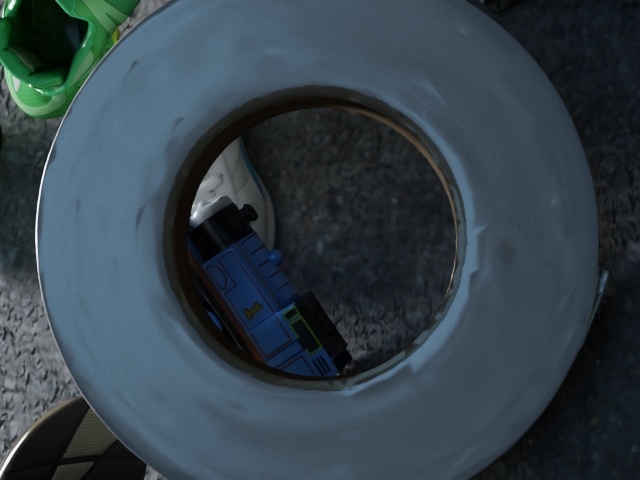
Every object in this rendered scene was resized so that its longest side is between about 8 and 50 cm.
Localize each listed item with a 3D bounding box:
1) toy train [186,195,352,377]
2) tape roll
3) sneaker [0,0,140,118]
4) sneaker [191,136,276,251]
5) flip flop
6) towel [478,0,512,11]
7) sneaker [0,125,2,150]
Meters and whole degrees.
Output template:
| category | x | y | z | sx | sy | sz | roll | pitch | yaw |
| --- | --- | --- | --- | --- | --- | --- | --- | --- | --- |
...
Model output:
| category | x | y | z | sx | sy | sz | roll | pitch | yaw |
| --- | --- | --- | --- | --- | --- | --- | --- | --- | --- |
| toy train | -0.061 | 0.051 | 1.192 | 0.105 | 0.080 | 0.184 | -35 | 88 | 10 |
| tape roll | 0.000 | 0.000 | 1.115 | 0.392 | 0.072 | 0.392 | 0 | 87 | 4 |
| sneaker | -0.215 | -0.170 | 1.265 | 0.109 | 0.295 | 0.123 | 46 | 63 | 0 |
| sneaker | -0.100 | -0.067 | 1.264 | 0.087 | 0.092 | 0.228 | -20 | 73 | 21 |
| flip flop | -0.225 | 0.243 | 1.253 | 0.277 | 0.112 | 0.080 | -68 | 24 | 8 |
| towel | 0.167 | -0.362 | 1.121 | 0.324 | 0.056 | 0.312 | 142 | 127 | -60 |
| sneaker | -0.334 | -0.059 | 1.415 | 0.089 | 0.051 | 0.170 | 6 | 74 | 29 |
